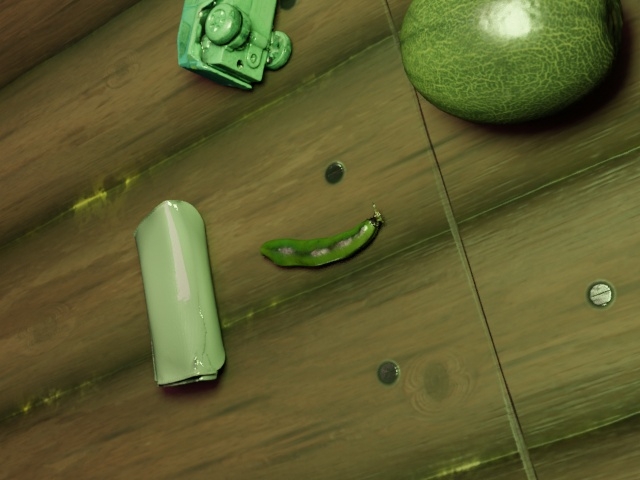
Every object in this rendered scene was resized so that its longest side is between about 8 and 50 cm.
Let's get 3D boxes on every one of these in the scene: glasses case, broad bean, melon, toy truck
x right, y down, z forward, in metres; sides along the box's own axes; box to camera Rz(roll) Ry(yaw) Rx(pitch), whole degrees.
[{"bbox_3d":[-0.235,0.095,1.657,0.128,0.083,0.308,-23,68,32],"label":"glasses case"},{"bbox_3d":[0.002,0.005,1.555,0.226,0.039,0.069,-19,76,27],"label":"broad bean"},{"bbox_3d":[0.248,-0.273,1.342,0.301,0.237,0.238,-1,79,36],"label":"melon"},{"bbox_3d":[-0.137,-0.401,1.663,0.156,0.155,0.279,5,82,41],"label":"toy truck"}]
